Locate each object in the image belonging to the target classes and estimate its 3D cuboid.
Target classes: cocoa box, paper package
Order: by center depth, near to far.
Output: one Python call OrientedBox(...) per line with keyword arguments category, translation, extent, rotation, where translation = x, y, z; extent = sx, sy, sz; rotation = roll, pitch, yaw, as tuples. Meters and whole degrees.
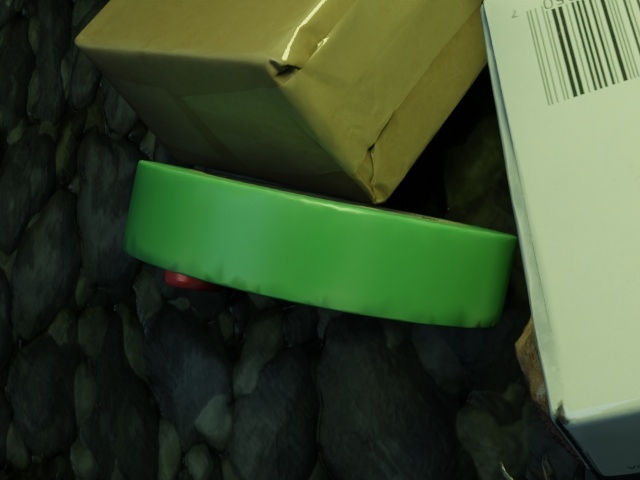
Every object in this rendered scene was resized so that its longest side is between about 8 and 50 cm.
OrientedBox(category="cocoa box", translation=(0.280, -0.016, 0.467), extent=(0.347, 0.228, 0.231), rotation=(-17, 55, 19))
OrientedBox(category="paper package", translation=(-0.006, -0.209, 0.919), extent=(0.325, 0.168, 0.309), rotation=(15, 61, 49))

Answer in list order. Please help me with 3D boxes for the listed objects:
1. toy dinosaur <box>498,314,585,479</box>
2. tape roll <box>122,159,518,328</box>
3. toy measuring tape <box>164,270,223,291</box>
OrientedBox(category="toy dinosaur", translation=(0.193, 0.112, 0.734), extent=(0.200, 0.127, 0.295), rotation=(-48, 32, 31))
OrientedBox(category="tape roll", translation=(0.000, 0.000, 0.869), extent=(0.321, 0.321, 0.077), rotation=(14, 94, 48))
OrientedBox(category="toy measuring tape", translation=(-0.098, 0.007, 1.135), extent=(0.330, 0.121, 0.121), rotation=(6, 89, 48))
